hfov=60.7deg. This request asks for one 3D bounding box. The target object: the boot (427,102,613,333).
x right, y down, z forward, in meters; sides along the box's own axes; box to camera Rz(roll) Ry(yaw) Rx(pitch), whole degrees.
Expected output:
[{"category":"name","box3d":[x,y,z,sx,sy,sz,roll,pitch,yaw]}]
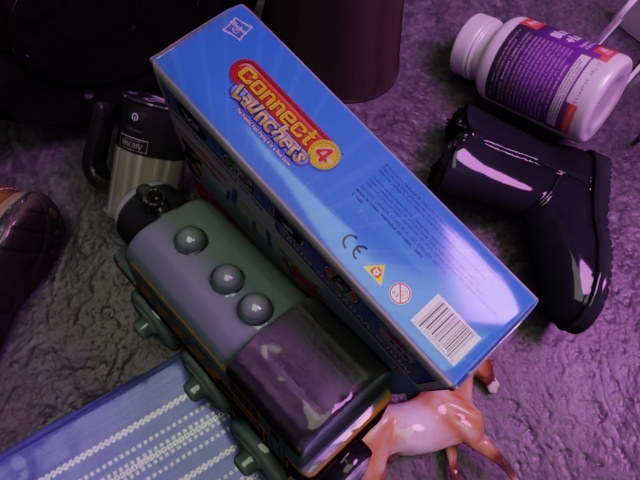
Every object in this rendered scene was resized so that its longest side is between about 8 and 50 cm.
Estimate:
[{"category":"boot","box3d":[0.224,-0.032,0.642,0.207,0.094,0.246,17,66,-2]}]

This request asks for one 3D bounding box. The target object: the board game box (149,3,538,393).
[{"category":"board game box","box3d":[0.000,0.000,0.511,0.086,0.302,0.308,-40,81,-14]}]

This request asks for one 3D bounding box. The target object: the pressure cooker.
[{"category":"pressure cooker","box3d":[-0.303,-0.381,0.572,0.376,0.370,0.420,-29,76,0]}]

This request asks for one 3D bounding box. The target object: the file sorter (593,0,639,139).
[{"category":"file sorter","box3d":[0.481,-0.206,0.665,0.278,0.193,0.173,41,78,8]}]

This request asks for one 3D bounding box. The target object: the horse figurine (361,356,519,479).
[{"category":"horse figurine","box3d":[0.097,0.224,0.575,0.263,0.066,0.174,-16,81,-11]}]

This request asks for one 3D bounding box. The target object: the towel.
[{"category":"towel","box3d":[-0.160,0.311,0.552,0.243,0.040,0.336,-29,79,-14]}]

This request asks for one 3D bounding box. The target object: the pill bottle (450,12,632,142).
[{"category":"pill bottle","box3d":[0.263,-0.209,0.676,0.193,0.108,0.108,36,73,27]}]

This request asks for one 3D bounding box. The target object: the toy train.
[{"category":"toy train","box3d":[-0.074,0.082,0.512,0.142,0.190,0.334,-34,65,-26]}]

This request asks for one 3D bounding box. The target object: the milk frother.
[{"category":"milk frother","box3d":[-0.187,-0.101,0.643,0.129,0.143,0.134,28,110,31]}]

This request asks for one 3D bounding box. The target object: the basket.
[{"category":"basket","box3d":[0.017,-0.294,0.639,0.204,0.227,0.154,29,74,5]}]

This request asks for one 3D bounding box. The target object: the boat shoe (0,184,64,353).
[{"category":"boat shoe","box3d":[-0.401,0.080,0.565,0.120,0.122,0.324,20,65,8]}]
